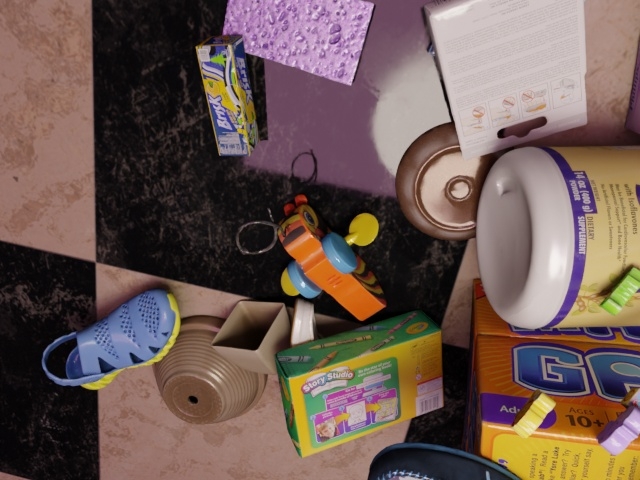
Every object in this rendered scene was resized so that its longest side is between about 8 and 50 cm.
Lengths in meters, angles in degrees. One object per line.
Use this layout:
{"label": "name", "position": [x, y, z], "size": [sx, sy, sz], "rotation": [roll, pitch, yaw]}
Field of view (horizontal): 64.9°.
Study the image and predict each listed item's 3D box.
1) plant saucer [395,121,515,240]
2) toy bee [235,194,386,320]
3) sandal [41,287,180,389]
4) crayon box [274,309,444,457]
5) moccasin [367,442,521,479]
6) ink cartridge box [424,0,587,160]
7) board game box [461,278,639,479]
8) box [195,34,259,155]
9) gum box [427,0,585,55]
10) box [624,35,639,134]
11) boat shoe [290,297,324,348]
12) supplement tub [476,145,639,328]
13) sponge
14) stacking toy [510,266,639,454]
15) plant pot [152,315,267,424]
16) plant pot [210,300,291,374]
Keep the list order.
{"label": "plant saucer", "position": [0.217, -0.085, 0.793], "size": [0.198, 0.036, 0.199], "rotation": [3, 113, 8]}
{"label": "toy bee", "position": [0.000, 0.000, 0.821], "size": [0.195, 0.162, 0.298], "rotation": [-19, 134, 8]}
{"label": "sandal", "position": [-0.395, 0.193, 0.941], "size": [0.317, 0.138, 0.126], "rotation": [-36, 64, 18]}
{"label": "crayon box", "position": [0.073, 0.242, 0.868], "size": [0.278, 0.081, 0.165], "rotation": [-13, 113, -15]}
{"label": "moccasin", "position": [0.209, 0.336, 0.538], "size": [0.342, 0.117, 0.138], "rotation": [24, 117, 4]}
{"label": "ink cartridge box", "position": [0.256, -0.237, 0.680], "size": [0.181, 0.056, 0.225], "rotation": [-15, 130, 15]}
{"label": "board game box", "position": [0.401, 0.301, 0.737], "size": [0.356, 0.356, 0.357], "rotation": [2, 114, 14]}
{"label": "box", "position": [-0.137, -0.217, 0.764], "size": [0.054, 0.059, 0.169], "rotation": [2, 125, 11]}
{"label": "gum box", "position": [0.258, -0.313, 0.685], "size": [0.157, 0.041, 0.184], "rotation": [25, 116, -2]}
{"label": "box", "position": [0.547, -0.241, 0.627], "size": [0.242, 0.117, 0.214], "rotation": [0, 113, 10]}
{"label": "boat shoe", "position": [-0.002, 0.225, 0.934], "size": [0.096, 0.098, 0.277], "rotation": [-1, 119, 6]}
{"label": "supplement tub", "position": [0.403, -0.006, 0.670], "size": [0.331, 0.241, 0.241], "rotation": [-1, 113, -1]}
{"label": "sponge", "position": [-0.037, -0.316, 0.738], "size": [0.210, 0.031, 0.117], "rotation": [18, 115, 1]}
{"label": "stacking toy", "position": [0.328, 0.158, 0.504], "size": [0.167, 0.052, 0.221], "rotation": [39, 86, 20]}
{"label": "plant pot", "position": [-0.230, 0.274, 0.981], "size": [0.237, 0.110, 0.237], "rotation": [4, 113, 9]}
{"label": "plant pot", "position": [-0.112, 0.184, 0.918], "size": [0.109, 0.109, 0.096], "rotation": [-1, 131, 32]}
